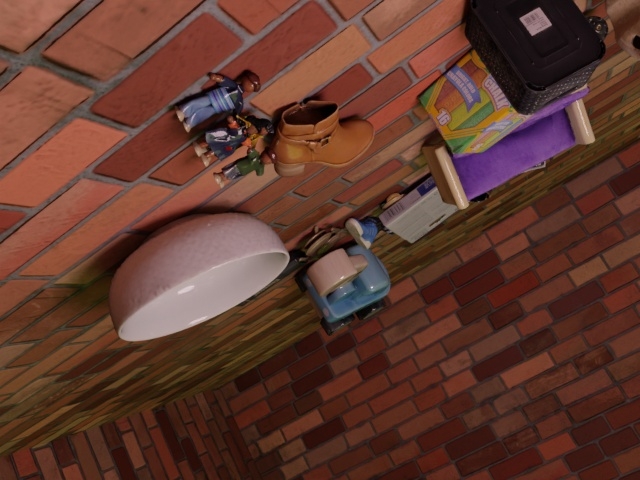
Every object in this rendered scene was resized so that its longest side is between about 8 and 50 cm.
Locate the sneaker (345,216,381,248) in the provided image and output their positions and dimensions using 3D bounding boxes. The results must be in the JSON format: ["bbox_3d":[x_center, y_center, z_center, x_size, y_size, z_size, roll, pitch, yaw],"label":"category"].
[{"bbox_3d":[0.125,-0.044,1.689,0.085,0.058,0.152,-54,145,-11],"label":"sneaker"}]

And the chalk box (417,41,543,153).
[{"bbox_3d":[0.310,-0.268,1.071,0.132,0.132,0.213,-12,157,-50],"label":"chalk box"}]

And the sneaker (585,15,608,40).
[{"bbox_3d":[0.457,-0.352,1.191,0.237,0.085,0.086,-43,-174,39],"label":"sneaker"}]

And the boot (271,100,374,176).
[{"bbox_3d":[0.015,-0.176,0.956,0.197,0.073,0.152,-27,162,-18],"label":"boot"}]

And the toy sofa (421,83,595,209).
[{"bbox_3d":[0.428,-0.213,1.338,0.362,0.150,0.177,-27,-165,-8],"label":"toy sofa"}]

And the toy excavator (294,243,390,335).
[{"bbox_3d":[0.080,0.108,1.810,0.432,0.222,0.445,-20,161,-36],"label":"toy excavator"}]

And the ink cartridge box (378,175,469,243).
[{"bbox_3d":[0.299,-0.092,1.712,0.223,0.045,0.224,-37,153,14],"label":"ink cartridge box"}]

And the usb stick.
[{"bbox_3d":[-0.152,0.111,1.713,0.278,0.045,0.077,-34,166,24],"label":"usb stick"}]

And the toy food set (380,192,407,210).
[{"bbox_3d":[0.204,-0.109,1.671,0.083,0.020,0.082,-17,163,-40],"label":"toy food set"}]

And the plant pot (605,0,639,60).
[{"bbox_3d":[0.642,-0.400,0.936,0.305,0.334,0.334,-12,162,-19],"label":"plant pot"}]

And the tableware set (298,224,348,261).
[{"bbox_3d":[0.000,0.000,1.634,0.128,0.039,0.194,-43,169,11],"label":"tableware set"}]

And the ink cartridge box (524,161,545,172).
[{"bbox_3d":[0.478,-0.206,1.596,0.206,0.045,0.208,6,-164,45],"label":"ink cartridge box"}]

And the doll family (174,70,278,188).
[{"bbox_3d":[-0.113,-0.147,0.800,0.111,0.076,0.193,-24,163,0],"label":"doll family"}]

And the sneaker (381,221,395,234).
[{"bbox_3d":[0.284,-0.083,1.854,0.223,0.083,0.098,-20,-176,-10],"label":"sneaker"}]

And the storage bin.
[{"bbox_3d":[0.303,-0.290,0.868,0.122,0.180,0.084,-29,167,1],"label":"storage bin"}]

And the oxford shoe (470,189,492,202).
[{"bbox_3d":[0.496,-0.165,1.877,0.271,0.098,0.097,-16,162,-41],"label":"oxford shoe"}]

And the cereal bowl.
[{"bbox_3d":[-0.237,0.049,1.118,0.338,0.141,0.339,-27,167,-7],"label":"cereal bowl"}]
